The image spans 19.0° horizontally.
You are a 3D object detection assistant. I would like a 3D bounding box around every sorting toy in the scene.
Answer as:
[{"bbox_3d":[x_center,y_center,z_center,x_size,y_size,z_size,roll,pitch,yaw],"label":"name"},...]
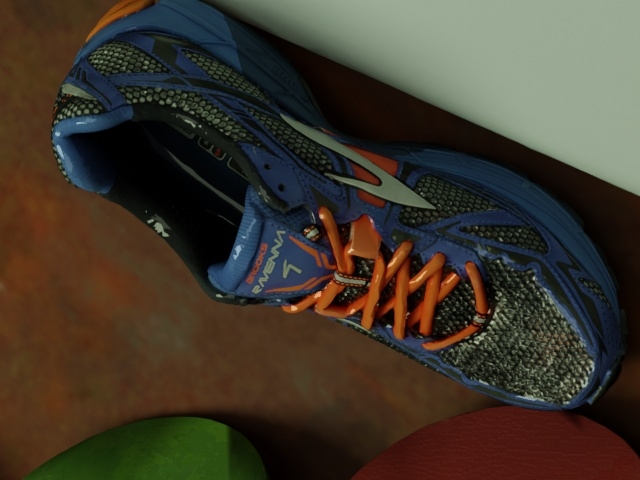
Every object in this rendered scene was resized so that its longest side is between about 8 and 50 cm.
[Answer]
[{"bbox_3d":[-0.037,0.151,0.722,0.365,0.127,0.126,-5,127,29],"label":"sorting toy"}]

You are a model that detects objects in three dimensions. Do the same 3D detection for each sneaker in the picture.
[{"bbox_3d":[0.000,0.000,0.653,0.221,0.087,0.083,28,123,7],"label":"sneaker"}]

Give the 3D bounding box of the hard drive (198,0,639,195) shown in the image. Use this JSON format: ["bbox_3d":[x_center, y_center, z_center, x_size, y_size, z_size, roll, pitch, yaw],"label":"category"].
[{"bbox_3d":[0.079,-0.118,0.595,0.307,0.040,0.203,25,133,19],"label":"hard drive"}]
